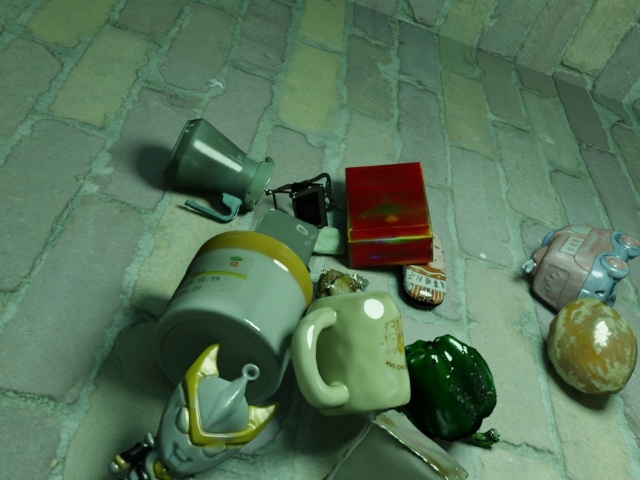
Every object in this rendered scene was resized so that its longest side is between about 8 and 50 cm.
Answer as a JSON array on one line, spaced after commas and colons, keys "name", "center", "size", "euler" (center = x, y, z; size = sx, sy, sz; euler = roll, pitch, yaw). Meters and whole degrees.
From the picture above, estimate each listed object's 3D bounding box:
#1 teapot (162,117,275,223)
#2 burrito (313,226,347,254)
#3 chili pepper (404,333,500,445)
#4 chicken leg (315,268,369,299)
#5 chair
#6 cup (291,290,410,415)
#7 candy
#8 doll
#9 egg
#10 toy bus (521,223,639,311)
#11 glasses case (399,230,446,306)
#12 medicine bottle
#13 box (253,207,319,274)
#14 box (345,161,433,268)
[{"name": "teapot", "center": [-0.237, -0.154, 1.747], "size": [0.225, 0.171, 0.203], "euler": [25, 68, -10]}, {"name": "burrito", "center": [0.002, 0.003, 1.765], "size": [0.118, 0.044, 0.074], "euler": [-3, 48, -35]}, {"name": "chili pepper", "center": [0.249, 0.304, 1.436], "size": [0.261, 0.174, 0.165], "euler": [62, 34, -11]}, {"name": "chicken leg", "center": [0.045, 0.135, 1.605], "size": [0.125, 0.080, 0.196], "euler": [27, 36, -18]}, {"name": "chair", "center": [-0.014, -0.092, 1.795], "size": [0.113, 0.106, 0.229], "euler": [9, 23, 44]}, {"name": "cup", "center": [0.031, 0.199, 1.329], "size": [0.255, 0.173, 0.202], "euler": [-3, 80, -33]}, {"name": "candy", "center": [0.116, 0.395, 1.235], "size": [0.195, 0.184, 0.137], "euler": [37, 6, 15]}, {"name": "doll", "center": [-0.206, 0.303, 1.168], "size": [0.146, 0.103, 0.316], "euler": [35, 64, 19]}, {"name": "egg", "center": [0.608, 0.238, 1.696], "size": [0.195, 0.194, 0.233], "euler": [13, 35, -15]}, {"name": "toy bus", "center": [0.658, 0.069, 1.937], "size": [0.232, 0.197, 0.294], "euler": [27, 37, 21]}, {"name": "glasses case", "center": [0.243, 0.056, 1.813], "size": [0.103, 0.067, 0.266], "euler": [12, 38, -7]}, {"name": "medicine bottle", "center": [-0.153, 0.138, 1.355], "size": [0.238, 0.237, 0.232], "euler": [24, 37, -1]}, {"name": "box", "center": [-0.098, 0.050, 1.578], "size": [0.163, 0.135, 0.243], "euler": [24, 37, 1]}, {"name": "box", "center": [0.162, -0.067, 1.847], "size": [0.198, 0.089, 0.313], "euler": [-3, 38, 4]}]
